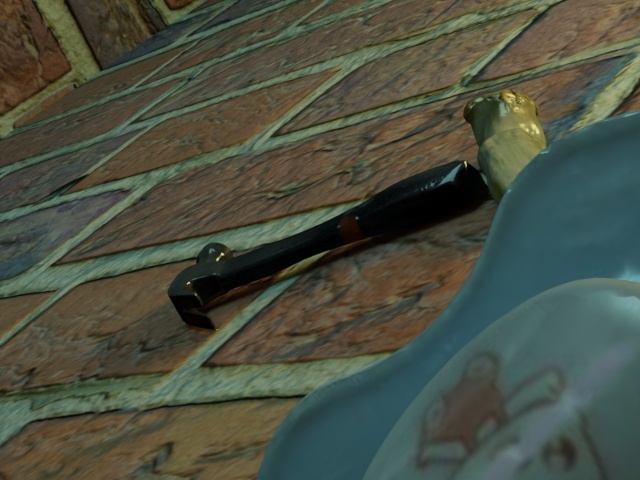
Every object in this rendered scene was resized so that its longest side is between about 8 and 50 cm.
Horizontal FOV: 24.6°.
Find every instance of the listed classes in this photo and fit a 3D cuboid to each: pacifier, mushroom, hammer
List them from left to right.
[{"bbox_3d":[0.000,0.000,1.200,0.290,0.037,0.137,-21,17,24],"label":"hammer"},{"bbox_3d":[0.150,-0.069,1.148,0.059,0.054,0.202,-23,21,12],"label":"mushroom"},{"bbox_3d":[0.121,0.099,0.515,0.287,0.238,0.226,-51,-21,13],"label":"pacifier"}]
